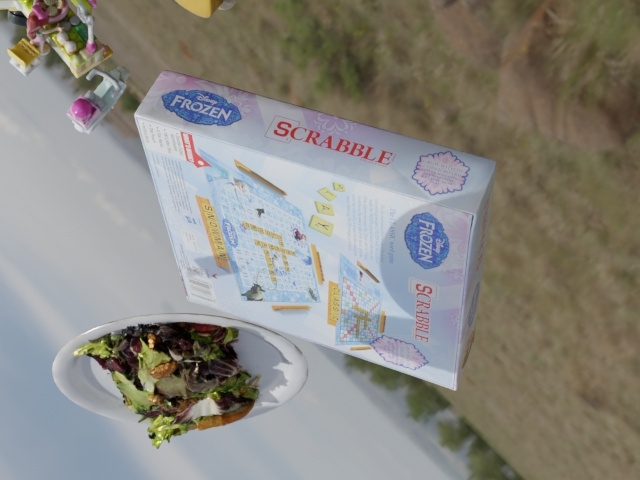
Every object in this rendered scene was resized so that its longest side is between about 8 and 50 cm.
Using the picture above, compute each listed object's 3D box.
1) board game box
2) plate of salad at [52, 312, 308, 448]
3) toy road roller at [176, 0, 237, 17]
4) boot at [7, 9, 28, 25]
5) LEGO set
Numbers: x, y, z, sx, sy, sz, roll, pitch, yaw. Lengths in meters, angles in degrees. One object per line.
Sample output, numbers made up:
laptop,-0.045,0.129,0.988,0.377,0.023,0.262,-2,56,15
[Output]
board game box,0.000,0.000,1.068,0.318,0.066,0.319,18,149,14
plate of salad,-0.109,0.114,0.861,0.200,0.200,0.048,49,-148,-50
toy road roller,-0.078,-0.441,1.560,0.240,0.202,0.329,33,158,8
boot,-0.361,-0.331,1.359,0.045,0.099,0.121,9,-147,-21
LEGO set,-0.309,-0.230,1.061,0.287,0.132,0.107,29,162,-2
